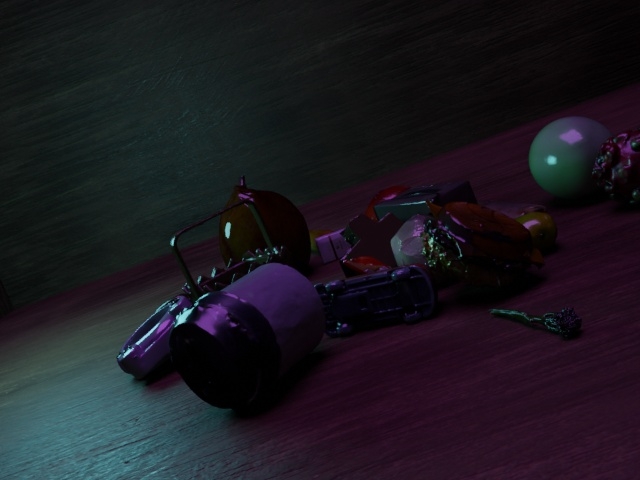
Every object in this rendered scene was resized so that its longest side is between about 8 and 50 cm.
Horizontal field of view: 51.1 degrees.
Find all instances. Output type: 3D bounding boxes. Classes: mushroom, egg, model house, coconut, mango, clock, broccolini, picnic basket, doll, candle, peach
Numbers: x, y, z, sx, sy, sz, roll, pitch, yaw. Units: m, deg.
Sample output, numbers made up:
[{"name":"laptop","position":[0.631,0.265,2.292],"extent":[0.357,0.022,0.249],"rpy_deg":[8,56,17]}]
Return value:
[{"name":"mushroom","position":[0.474,-0.066,1.803],"extent":[0.099,0.081,0.312],"rpy_deg":[-27,16,-19]},{"name":"egg","position":[0.680,-0.220,1.792],"extent":[0.220,0.221,0.270],"rpy_deg":[-21,18,-5]},{"name":"model house","position":[0.122,0.036,1.743],"extent":[0.181,0.176,0.248],"rpy_deg":[-44,-8,-21]},{"name":"coconut","position":[0.245,0.019,1.550],"extent":[0.161,0.162,0.161],"rpy_deg":[-20,10,4]},{"name":"mango","position":[0.460,-0.007,1.520],"extent":[0.163,0.089,0.117],"rpy_deg":[-27,11,46]},{"name":"clock","position":[-0.418,0.247,1.706],"extent":[0.227,0.090,0.248],"rpy_deg":[-46,13,-22]},{"name":"broccolini","position":[0.357,0.136,1.138],"extent":[0.044,0.042,0.218],"rpy_deg":[-26,6,-21]},{"name":"picnic basket","position":[-0.214,0.081,1.702],"extent":[0.254,0.321,0.291],"rpy_deg":[-30,12,-29]},{"name":"doll","position":[0.139,0.083,1.526],"extent":[0.057,0.169,0.109],"rpy_deg":[-61,-18,14]},{"name":"candle","position":[-0.120,0.170,1.328],"extent":[0.221,0.222,0.342],"rpy_deg":[-12,12,38]},{"name":"peach","position":[0.238,-0.091,2.149],"extent":[0.158,0.154,0.267],"rpy_deg":[-8,15,43]}]

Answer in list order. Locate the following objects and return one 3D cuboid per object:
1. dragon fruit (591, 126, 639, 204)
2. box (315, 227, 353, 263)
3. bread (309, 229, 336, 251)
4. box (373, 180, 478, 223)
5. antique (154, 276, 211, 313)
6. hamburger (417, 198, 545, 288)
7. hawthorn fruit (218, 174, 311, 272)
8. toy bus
[{"name":"dragon fruit","position":[0.777,-0.191,1.581],"extent":[0.272,0.219,0.198],"rpy_deg":[-23,47,-40]},{"name":"box","position":[0.068,0.009,2.148],"extent":[0.154,0.084,0.040],"rpy_deg":[-20,11,0]},{"name":"bread","position":[0.000,0.000,2.357],"extent":[0.092,0.074,0.239],"rpy_deg":[-29,13,-19]},{"name":"box","position":[0.292,-0.045,1.749],"extent":[0.153,0.188,0.252],"rpy_deg":[-29,11,-28]},{"name":"antique","position":[-0.349,0.189,1.950],"extent":[0.256,0.121,0.143],"rpy_deg":[-27,1,4]},{"name":"hamburger","position":[0.321,0.016,1.371],"extent":[0.243,0.139,0.262],"rpy_deg":[8,25,-19]},{"name":"hawthorn fruit","position":[-0.176,-0.008,2.104],"extent":[0.308,0.325,0.308],"rpy_deg":[-6,35,5]},{"name":"toy bus","position":[0.126,0.118,1.424],"extent":[0.265,0.121,0.120],"rpy_deg":[-15,3,26]}]
